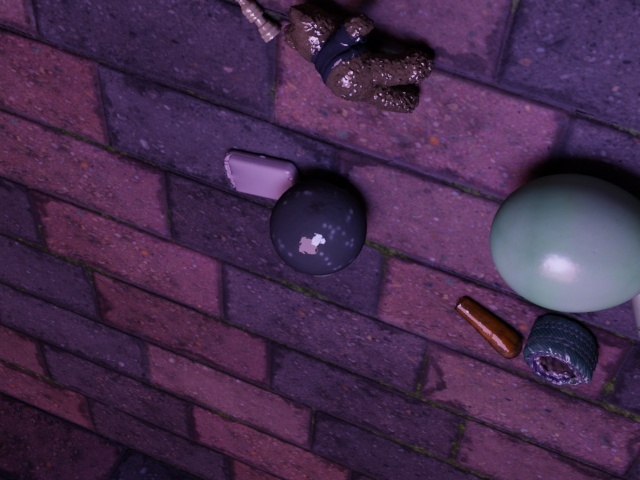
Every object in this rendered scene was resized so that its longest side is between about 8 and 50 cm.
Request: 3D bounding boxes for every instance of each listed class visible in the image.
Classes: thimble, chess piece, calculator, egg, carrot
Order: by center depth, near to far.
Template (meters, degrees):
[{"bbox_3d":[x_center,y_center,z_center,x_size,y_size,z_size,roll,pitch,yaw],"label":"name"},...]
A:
[{"bbox_3d":[0.406,0.005,1.657,0.269,0.220,0.220,9,142,10],"label":"egg"},{"bbox_3d":[-0.107,-0.370,1.702,0.092,0.035,0.035,47,141,-18],"label":"chess piece"},{"bbox_3d":[0.460,0.214,1.997,0.135,0.090,0.118,39,146,-19],"label":"thimble"},{"bbox_3d":[-0.109,-0.123,2.011,0.175,0.032,0.100,13,143,20],"label":"calculator"},{"bbox_3d":[0.335,0.172,2.066,0.161,0.055,0.055,43,143,-7],"label":"carrot"}]

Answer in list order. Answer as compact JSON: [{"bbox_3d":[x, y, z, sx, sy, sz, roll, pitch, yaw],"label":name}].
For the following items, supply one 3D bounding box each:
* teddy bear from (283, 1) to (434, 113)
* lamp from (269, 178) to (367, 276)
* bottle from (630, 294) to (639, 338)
[{"bbox_3d":[0.051,-0.279,1.621,0.251,0.129,0.182,30,143,-3],"label":"teddy bear"},{"bbox_3d":[0.016,0.001,1.994,0.181,0.182,0.314,11,162,23],"label":"lamp"},{"bbox_3d":[0.567,0.090,1.783,0.072,0.072,0.202,4,138,31],"label":"bottle"}]
